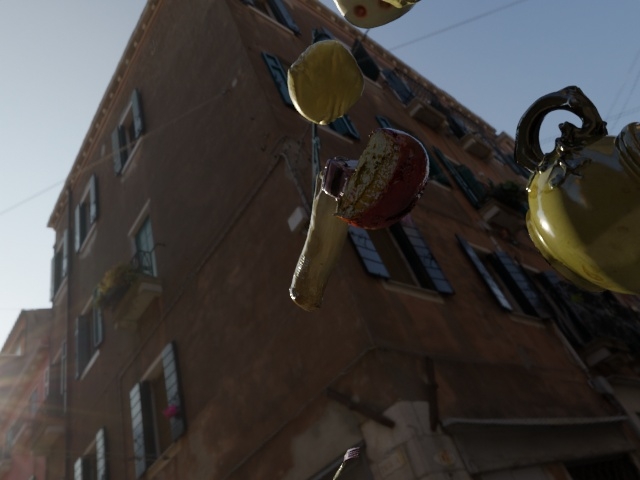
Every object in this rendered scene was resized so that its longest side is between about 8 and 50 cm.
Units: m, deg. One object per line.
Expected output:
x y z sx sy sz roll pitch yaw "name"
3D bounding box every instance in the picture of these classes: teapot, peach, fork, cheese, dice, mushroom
0.306 -0.056 0.486 0.173 0.270 0.183 -8 -31 -35 "teapot"
0.101 -0.085 0.737 0.172 0.092 0.127 -50 -39 -23 "peach"
0.031 0.304 0.661 0.012 0.016 0.115 27 -44 7 "fork"
0.010 -0.456 1.424 0.213 0.117 0.226 -36 -51 2 "cheese"
0.141 -0.674 1.243 0.193 0.194 0.192 -2 -35 37 "dice"
0.000 0.000 1.202 0.094 0.122 0.352 6 -78 -44 "mushroom"

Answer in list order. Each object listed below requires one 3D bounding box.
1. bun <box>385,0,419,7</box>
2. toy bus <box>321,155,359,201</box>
0.152 -0.547 0.968 0.220 0.135 0.220 13 -15 4 "bun"
0.099 -0.131 1.080 0.178 0.098 0.087 0 -64 -28 "toy bus"
